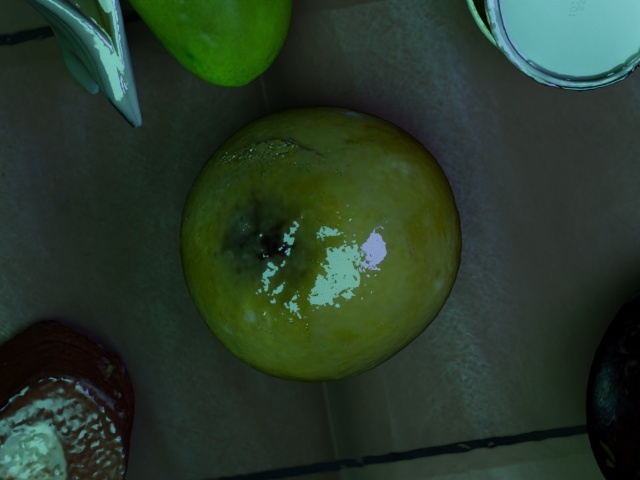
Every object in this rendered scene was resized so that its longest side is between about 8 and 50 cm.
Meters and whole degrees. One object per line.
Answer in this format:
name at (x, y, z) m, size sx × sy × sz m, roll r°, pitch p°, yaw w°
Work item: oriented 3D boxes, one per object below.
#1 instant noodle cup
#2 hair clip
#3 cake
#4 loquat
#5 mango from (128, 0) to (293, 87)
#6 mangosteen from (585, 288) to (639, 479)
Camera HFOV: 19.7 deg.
instant noodle cup at (0.230, -0.232, 1.650) m, size 0.213 × 0.174 × 0.213 m, roll 1°, pitch 108°, yaw 5°
hair clip at (-0.257, -0.241, 1.672) m, size 0.282 × 0.172 × 0.113 m, roll 39°, pitch 89°, yaw -26°
cake at (-0.309, 0.220, 1.861) m, size 0.283 × 0.151 × 0.177 m, roll -34°, pitch 114°, yaw 9°
loquat at (0.000, 0.000, 1.708) m, size 0.263 × 0.263 × 0.263 m, roll 1°, pitch 109°, yaw 4°
mango at (-0.111, -0.282, 1.665) m, size 0.149 × 0.185 × 0.273 m, roll -2°, pitch 129°, yaw 43°
mangosteen at (0.390, 0.157, 1.733) m, size 0.288 × 0.288 × 0.288 m, roll 1°, pitch 109°, yaw 4°
